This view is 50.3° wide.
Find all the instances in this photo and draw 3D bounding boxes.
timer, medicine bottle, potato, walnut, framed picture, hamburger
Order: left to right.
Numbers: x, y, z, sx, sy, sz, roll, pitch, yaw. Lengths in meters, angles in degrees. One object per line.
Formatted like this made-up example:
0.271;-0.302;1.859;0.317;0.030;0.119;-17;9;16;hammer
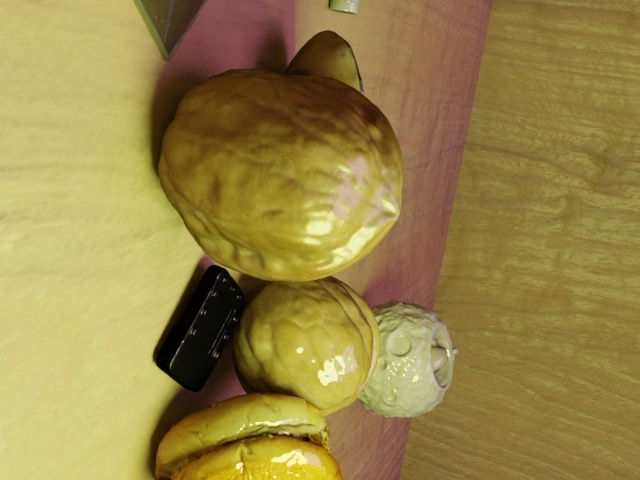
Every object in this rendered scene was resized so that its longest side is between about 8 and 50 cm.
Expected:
-0.187;-0.327;0.893;0.109;0.011;0.149;69;40;-57;framed picture
-0.195;0.145;1.126;0.187;0.055;0.144;-63;157;-21;timer
-0.126;0.381;1.145;0.290;0.314;0.170;85;-10;-47;hamburger
-0.043;-0.090;0.954;0.306;0.343;0.306;-47;151;-37;walnut
-0.027;-0.209;1.180;0.115;0.239;0.299;-8;126;-22;potato
-0.027;0.193;1.271;0.296;0.285;0.285;97;12;-74;walnut
0.052;-0.499;1.349;0.058;0.058;0.091;-21;122;-66;medicine bottle

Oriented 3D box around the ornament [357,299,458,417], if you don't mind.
0.214;0.342;1.962;0.337;0.336;0.337;14;90;-70;ornament
